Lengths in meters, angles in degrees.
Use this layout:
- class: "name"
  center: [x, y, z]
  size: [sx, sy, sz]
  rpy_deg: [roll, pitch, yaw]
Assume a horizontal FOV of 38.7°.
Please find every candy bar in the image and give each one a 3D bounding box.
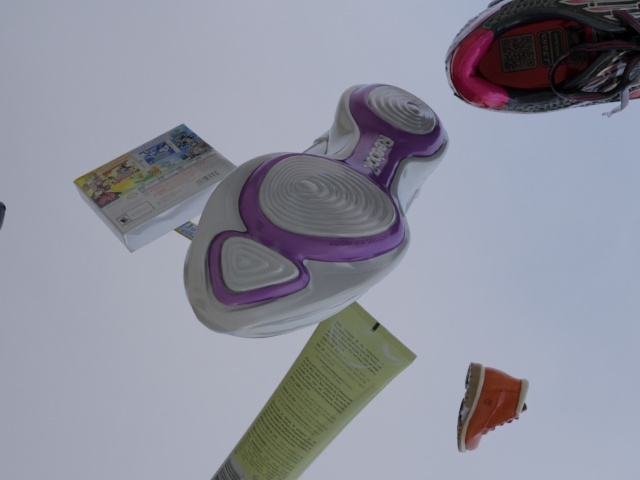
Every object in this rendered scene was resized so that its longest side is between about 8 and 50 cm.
- class: "candy bar"
  center: [-0.242, -0.025, 1.640]
  size: [0.162, 0.040, 0.018]
  rpy_deg: [31, -33, 7]

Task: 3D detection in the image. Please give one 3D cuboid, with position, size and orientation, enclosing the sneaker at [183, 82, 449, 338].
- class: "sneaker"
  center: [0.000, 0.000, 0.629]
  size: [0.114, 0.305, 0.152]
  rpy_deg: [35, -55, 7]

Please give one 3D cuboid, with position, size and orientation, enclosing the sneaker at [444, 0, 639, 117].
- class: "sneaker"
  center: [0.235, -0.142, 0.629]
  size: [0.299, 0.112, 0.120]
  rpy_deg: [-14, -78, 22]

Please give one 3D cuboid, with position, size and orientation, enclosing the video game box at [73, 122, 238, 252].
- class: "video game box"
  center: [-0.248, -0.086, 1.396]
  size: [0.187, 0.205, 0.048]
  rpy_deg: [41, -26, 41]

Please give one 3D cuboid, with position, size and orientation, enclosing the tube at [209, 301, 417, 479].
- class: "tube"
  center: [-0.018, 0.164, 0.824]
  size: [0.240, 0.070, 0.062]
  rpy_deg: [-54, -158, 13]

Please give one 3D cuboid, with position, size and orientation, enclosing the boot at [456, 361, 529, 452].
- class: "boot"
  center: [0.221, 0.227, 1.183]
  size: [0.059, 0.085, 0.157]
  rpy_deg: [-77, 175, -47]

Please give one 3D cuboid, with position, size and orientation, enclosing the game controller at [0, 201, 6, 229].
- class: "game controller"
  center: [-0.489, 0.007, 1.026]
  size: [0.319, 0.166, 0.067]
  rpy_deg: [-15, -82, 42]
